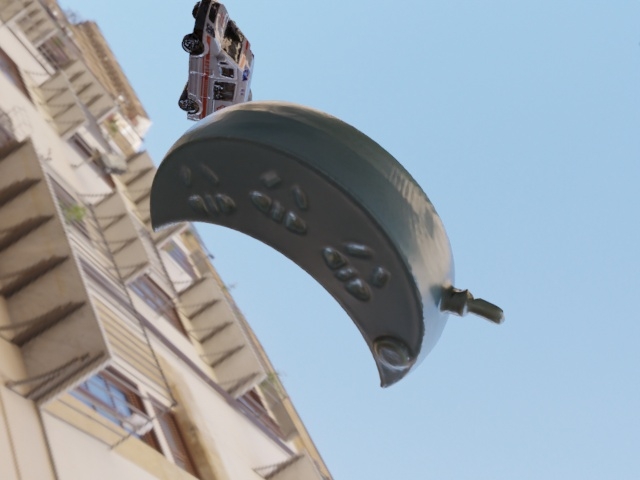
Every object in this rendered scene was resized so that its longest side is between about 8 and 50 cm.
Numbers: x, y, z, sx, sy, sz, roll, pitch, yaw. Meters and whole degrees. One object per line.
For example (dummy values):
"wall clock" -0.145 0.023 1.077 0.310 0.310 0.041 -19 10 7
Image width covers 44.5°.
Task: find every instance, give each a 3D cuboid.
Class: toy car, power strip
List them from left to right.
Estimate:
"toy car" -0.151 -0.265 1.183 0.108 0.209 0.089 13 -125 -3
"power strip" 0.000 0.000 0.517 0.253 0.167 0.054 32 -129 12
